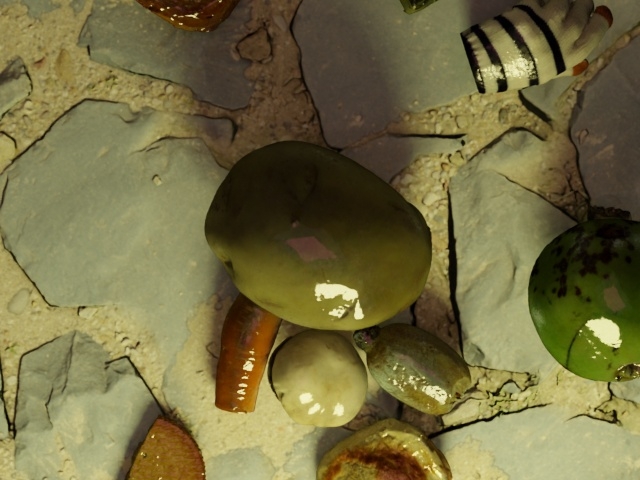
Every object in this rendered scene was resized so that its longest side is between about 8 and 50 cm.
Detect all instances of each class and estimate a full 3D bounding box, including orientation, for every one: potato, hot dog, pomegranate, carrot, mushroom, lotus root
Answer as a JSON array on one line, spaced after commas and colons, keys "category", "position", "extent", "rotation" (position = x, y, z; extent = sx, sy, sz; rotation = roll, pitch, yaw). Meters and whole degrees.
[{"category": "potato", "position": [0.000, 0.000, 1.544], "extent": [0.326, 0.221, 0.243], "rotation": [31, 50, -4]}, {"category": "hot dog", "position": [-0.226, -0.422, 1.563], "extent": [0.259, 0.114, 0.175], "rotation": [35, 93, -4]}, {"category": "pomegranate", "position": [0.423, 0.069, 1.565], "extent": [0.254, 0.254, 0.271], "rotation": [-2, 73, -1]}, {"category": "carrot", "position": [-0.114, 0.164, 1.630], "extent": [0.087, 0.087, 0.193], "rotation": [19, 97, -3]}, {"category": "mushroom", "position": [-0.006, 0.208, 1.623], "extent": [0.154, 0.122, 0.154], "rotation": [12, 64, -27]}, {"category": "lotus root", "position": [0.134, 0.185, 1.635], "extent": [0.192, 0.088, 0.113], "rotation": [33, 100, -4]}]

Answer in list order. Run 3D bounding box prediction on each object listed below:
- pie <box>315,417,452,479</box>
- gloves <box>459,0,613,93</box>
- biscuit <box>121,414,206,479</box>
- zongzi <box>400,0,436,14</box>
[{"category": "pie", "position": [0.097, 0.373, 1.650], "extent": [0.205, 0.084, 0.179], "rotation": [-28, 95, 4]}, {"category": "gloves", "position": [0.322, -0.293, 1.584], "extent": [0.218, 0.131, 0.140], "rotation": [-18, 97, 9]}, {"category": "biscuit", "position": [-0.242, 0.379, 1.671], "extent": [0.126, 0.025, 0.206], "rotation": [24, 95, -3]}, {"category": "zongzi", "position": [0.153, -0.402, 1.611], "extent": [0.113, 0.052, 0.104], "rotation": [-29, 89, -12]}]
